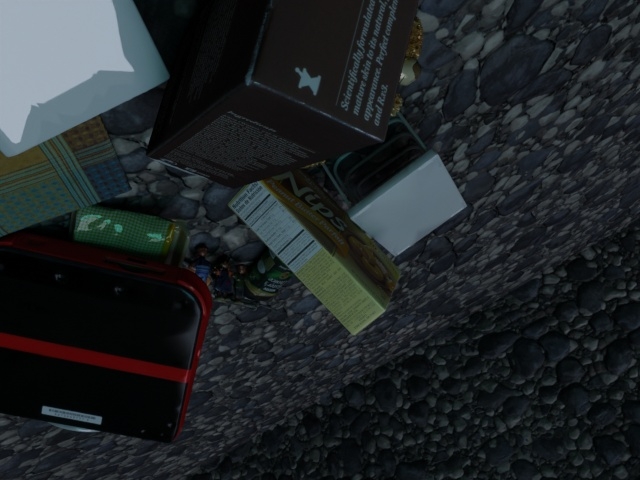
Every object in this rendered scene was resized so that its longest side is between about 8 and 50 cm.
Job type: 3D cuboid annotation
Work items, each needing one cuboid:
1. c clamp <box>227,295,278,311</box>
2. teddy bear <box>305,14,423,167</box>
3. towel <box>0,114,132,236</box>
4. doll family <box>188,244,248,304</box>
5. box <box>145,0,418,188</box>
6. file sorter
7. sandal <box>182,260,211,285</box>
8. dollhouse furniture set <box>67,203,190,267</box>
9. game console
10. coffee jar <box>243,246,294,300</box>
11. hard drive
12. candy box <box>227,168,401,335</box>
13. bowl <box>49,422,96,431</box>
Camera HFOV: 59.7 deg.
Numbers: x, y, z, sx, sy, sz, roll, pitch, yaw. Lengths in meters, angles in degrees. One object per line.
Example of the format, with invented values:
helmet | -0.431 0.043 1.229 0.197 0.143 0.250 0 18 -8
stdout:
c clamp | -0.179 0.152 1.372 0.160 0.137 0.022 41 64 -84
teddy bear | 0.048 -0.234 0.939 0.338 0.113 0.245 -35 154 12
towel | -0.478 -0.093 0.776 0.370 0.040 0.271 -23 153 -15
doll family | -0.221 0.076 1.219 0.075 0.112 0.193 2 169 13
box | -0.066 -0.184 0.613 0.143 0.191 0.381 19 171 -25
file sorter | 0.151 -0.121 1.151 0.192 0.173 0.277 -36 152 11
sandal | -0.316 0.085 1.173 0.102 0.076 0.265 -39 150 19
dollhouse furniture set | -0.356 0.099 0.996 0.197 0.151 0.302 7 131 -24
game console | -0.403 0.176 0.963 0.386 0.060 0.342 14 111 -8
coffee jar | -0.112 0.069 1.329 0.096 0.079 0.184 7 136 -47
hard drive | -0.297 -0.242 0.521 0.203 0.040 0.308 -30 141 -9
candy box | 0.000 0.000 1.015 0.087 0.316 0.183 -44 -178 24
bowl | -0.479 0.302 1.146 0.297 0.297 0.134 19 85 -54
